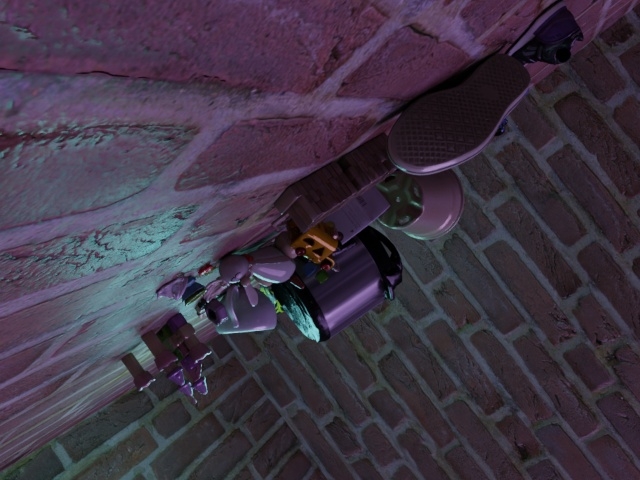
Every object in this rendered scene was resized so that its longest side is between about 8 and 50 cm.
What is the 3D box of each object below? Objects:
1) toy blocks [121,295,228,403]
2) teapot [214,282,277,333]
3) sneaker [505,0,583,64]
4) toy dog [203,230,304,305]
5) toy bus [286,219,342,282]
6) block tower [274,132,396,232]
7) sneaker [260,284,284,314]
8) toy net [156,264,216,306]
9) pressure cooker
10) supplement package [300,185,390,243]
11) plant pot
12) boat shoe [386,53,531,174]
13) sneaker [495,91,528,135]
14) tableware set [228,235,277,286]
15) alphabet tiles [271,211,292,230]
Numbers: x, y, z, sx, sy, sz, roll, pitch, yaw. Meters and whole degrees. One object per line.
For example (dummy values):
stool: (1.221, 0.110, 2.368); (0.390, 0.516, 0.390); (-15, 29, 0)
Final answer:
toy blocks: (-0.429, 0.384, 2.053); (0.309, 0.260, 0.288); (-33, 174, -42)
teapot: (-0.286, 0.249, 2.356); (0.252, 0.187, 0.256); (-1, 173, -34)
sneaker: (0.576, -0.491, 1.623); (0.107, 0.124, 0.283); (-36, 176, -6)
toy dog: (-0.146, 0.095, 1.726); (0.334, 0.161, 0.220); (-31, 162, -49)
toy bus: (0.001, 0.002, 1.743); (0.104, 0.191, 0.202); (-39, 175, 24)
block tower: (0.052, -0.135, 1.455); (0.335, 0.097, 0.091); (-32, 173, -36)
sneaker: (-0.183, 0.155, 2.505); (0.145, 0.147, 0.384); (-28, 153, -31)
toy net: (-0.310, 0.110, 1.490); (0.122, 0.045, 0.232); (-37, 176, 4)
pressure cooker: (0.056, 0.097, 2.162); (0.420, 0.370, 0.375); (-32, 178, -16)
supplement package: (0.060, -0.069, 1.859); (0.244, 0.139, 0.134); (-39, 179, 38)
plant pot: (0.363, -0.160, 2.482); (0.334, 0.334, 0.305); (-39, 165, 26)
boat shoe: (0.326, -0.283, 1.502); (0.500, 0.187, 0.156); (-40, 173, -34)
sneaker: (0.668, -0.476, 2.399); (0.330, 0.147, 0.130); (-37, 176, -4)
tableware set: (-0.206, 0.066, 1.894); (0.194, 0.039, 0.128); (-34, 175, -34)
alphabet tiles: (-0.029, -0.103, 1.716); (0.237, 0.009, 0.198); (-36, 176, -2)
